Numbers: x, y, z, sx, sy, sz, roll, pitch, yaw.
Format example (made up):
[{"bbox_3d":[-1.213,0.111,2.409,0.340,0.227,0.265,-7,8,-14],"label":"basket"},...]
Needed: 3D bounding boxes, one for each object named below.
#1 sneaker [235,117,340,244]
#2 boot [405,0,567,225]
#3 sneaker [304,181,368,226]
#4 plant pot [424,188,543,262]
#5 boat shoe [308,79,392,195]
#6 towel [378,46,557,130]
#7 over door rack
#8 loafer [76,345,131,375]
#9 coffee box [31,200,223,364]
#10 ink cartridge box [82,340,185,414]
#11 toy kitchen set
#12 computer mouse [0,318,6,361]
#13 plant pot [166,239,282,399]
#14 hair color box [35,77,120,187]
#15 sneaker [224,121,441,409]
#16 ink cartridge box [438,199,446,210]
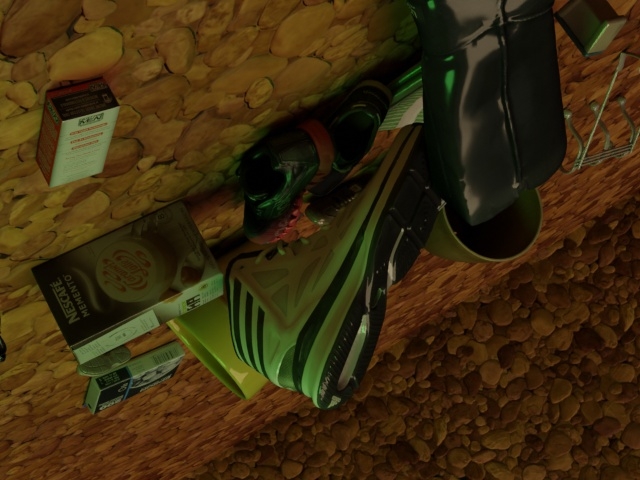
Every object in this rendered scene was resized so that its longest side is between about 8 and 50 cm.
[{"bbox_3d":[-0.080,-0.078,1.502,0.135,0.097,0.276,-20,158,-35],"label":"sneaker"},{"bbox_3d":[0.294,-0.252,1.265,0.367,0.146,0.445,-23,137,-2],"label":"boot"},{"bbox_3d":[0.044,-0.079,1.811,0.188,0.066,0.071,-19,144,-50],"label":"sneaker"},{"bbox_3d":[0.315,-0.047,2.130,0.237,0.237,0.254,-24,177,-24],"label":"plant pot"},{"bbox_3d":[0.029,-0.143,1.492,0.233,0.084,0.079,-53,-162,44],"label":"boat shoe"},{"bbox_3d":[0.217,-0.249,1.576,0.248,0.038,0.325,-33,166,36],"label":"towel"},{"bbox_3d":[0.663,-0.308,2.163,0.239,0.108,0.324,-18,145,-39],"label":"over door rack"},{"bbox_3d":[-0.433,0.246,1.931,0.125,0.045,0.039,-17,166,-47],"label":"loafer"},{"bbox_3d":[-0.287,0.064,1.473,0.246,0.141,0.098,-27,163,-15],"label":"coffee box"},{"bbox_3d":[-0.416,0.312,2.153,0.206,0.045,0.208,-22,163,-28],"label":"ink cartridge box"},{"bbox_3d":[0.408,-0.351,1.434,0.207,0.166,0.122,-20,160,-34],"label":"toy kitchen set"},{"bbox_3d":[-0.536,0.143,1.365,0.193,0.042,0.106,-14,113,-38],"label":"computer mouse"},{"bbox_3d":[-0.136,0.119,1.769,0.239,0.254,0.254,-44,167,-14],"label":"plant pot"},{"bbox_3d":[-0.280,-0.121,1.114,0.072,0.043,0.141,-21,162,-31],"label":"hair color box"},{"bbox_3d":[-0.001,0.000,1.447,0.447,0.257,0.169,-64,151,-10],"label":"sneaker"},{"bbox_3d":[0.197,-0.108,1.828,0.212,0.093,0.154,-44,165,-6],"label":"ink cartridge box"}]
